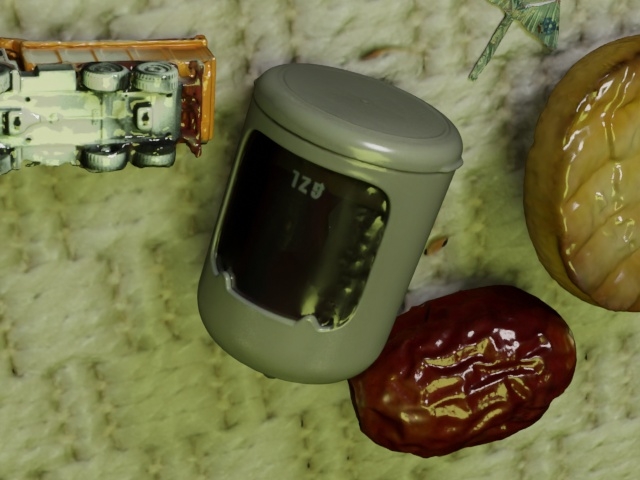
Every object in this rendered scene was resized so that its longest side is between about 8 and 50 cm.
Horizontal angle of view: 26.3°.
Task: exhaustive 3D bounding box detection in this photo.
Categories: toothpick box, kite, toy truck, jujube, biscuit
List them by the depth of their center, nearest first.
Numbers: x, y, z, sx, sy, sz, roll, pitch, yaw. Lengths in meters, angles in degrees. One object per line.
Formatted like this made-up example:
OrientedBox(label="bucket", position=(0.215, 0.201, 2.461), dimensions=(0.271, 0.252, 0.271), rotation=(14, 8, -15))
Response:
OrientedBox(label="toy truck", position=(-0.231, -0.132, 1.280), dimensions=(0.271, 0.135, 0.114), rotation=(-3, 115, -18))
OrientedBox(label="toothpick box", position=(0.000, 0.000, 1.370), dimensions=(0.229, 0.229, 0.316), rotation=(10, 115, -19))
OrientedBox(label="kite", position=(0.193, -0.232, 1.406), dimensions=(0.137, 0.005, 0.152), rotation=(34, 104, -24))
OrientedBox(label="biscuit", position=(0.327, -0.072, 1.435), dimensions=(0.296, 0.102, 0.296), rotation=(-11, 109, -34))
OrientedBox(label="jujube", position=(0.153, 0.140, 1.489), dimensions=(0.251, 0.174, 0.174), rotation=(-13, 119, -9))
